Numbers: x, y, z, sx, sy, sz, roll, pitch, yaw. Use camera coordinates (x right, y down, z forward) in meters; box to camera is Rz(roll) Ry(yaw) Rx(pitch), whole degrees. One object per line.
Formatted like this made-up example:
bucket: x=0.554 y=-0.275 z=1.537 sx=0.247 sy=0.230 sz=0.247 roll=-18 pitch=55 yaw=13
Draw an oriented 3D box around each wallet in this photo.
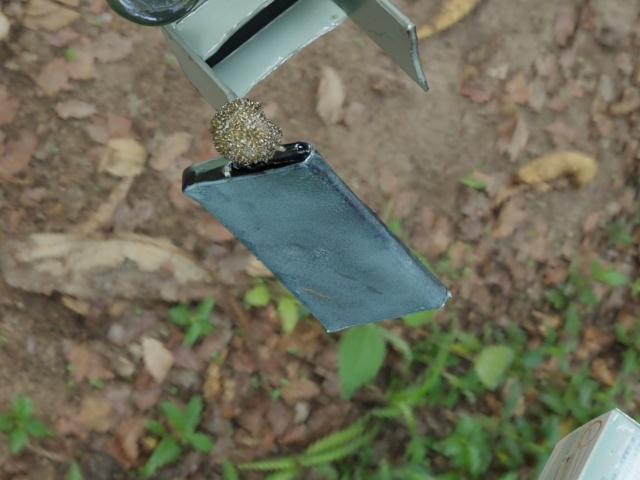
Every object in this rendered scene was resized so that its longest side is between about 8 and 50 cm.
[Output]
wallet: x=0.000 y=0.000 z=1.759 sx=0.379 sy=0.191 sz=0.046 roll=45 pitch=40 yaw=-46

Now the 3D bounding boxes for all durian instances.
durian: x=-0.079 y=-0.118 z=1.541 sx=0.080 sy=0.091 sz=0.080 roll=-59 pitch=164 yaw=-29

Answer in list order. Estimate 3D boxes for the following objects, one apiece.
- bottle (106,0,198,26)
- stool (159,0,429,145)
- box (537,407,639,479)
bottle: x=-0.229 y=-0.355 z=1.688 sx=0.156 sy=0.271 sz=0.143 roll=14 pitch=105 yaw=-29
stool: x=-0.035 y=-0.251 z=1.893 sx=0.243 sy=0.269 sz=0.170 roll=-39 pitch=153 yaw=-7
box: x=0.273 y=0.320 z=1.543 sx=0.269 sy=0.079 sz=0.135 roll=-54 pitch=-177 yaw=-35
